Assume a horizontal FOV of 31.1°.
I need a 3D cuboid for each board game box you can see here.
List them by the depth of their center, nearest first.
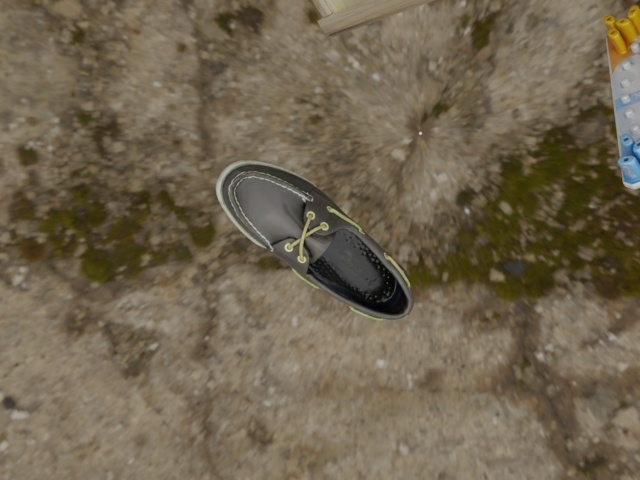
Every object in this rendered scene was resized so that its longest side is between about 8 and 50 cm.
[{"bbox_3d":[0.624,-0.288,1.746,0.390,0.390,0.050,-21,129,27],"label":"board game box"}]

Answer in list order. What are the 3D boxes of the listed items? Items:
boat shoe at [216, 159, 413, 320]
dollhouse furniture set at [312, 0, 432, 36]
[{"bbox_3d":[0.000,0.000,1.114,0.227,0.068,0.081,35,93,-21],"label":"boat shoe"},{"bbox_3d":[0.108,-0.366,0.798,0.394,0.362,0.256,-45,112,-31],"label":"dollhouse furniture set"}]
